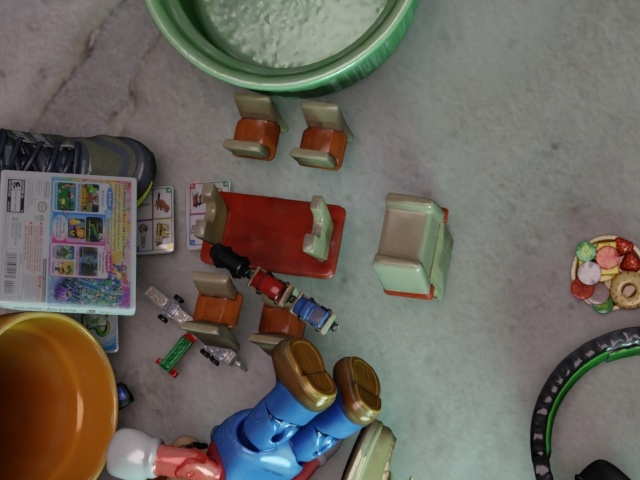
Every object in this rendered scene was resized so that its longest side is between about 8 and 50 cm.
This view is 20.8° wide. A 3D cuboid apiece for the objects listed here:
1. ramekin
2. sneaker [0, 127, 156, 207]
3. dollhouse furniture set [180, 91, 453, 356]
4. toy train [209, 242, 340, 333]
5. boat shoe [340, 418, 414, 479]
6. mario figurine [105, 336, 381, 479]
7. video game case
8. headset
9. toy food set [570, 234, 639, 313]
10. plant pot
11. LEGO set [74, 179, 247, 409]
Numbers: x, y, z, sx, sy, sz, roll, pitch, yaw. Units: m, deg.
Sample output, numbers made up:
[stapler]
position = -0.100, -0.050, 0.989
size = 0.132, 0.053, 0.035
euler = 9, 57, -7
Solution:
[ramekin]
position = -0.032, -0.295, 1.853
size = 0.303, 0.148, 0.303
euler = -1, 83, 8
[sneaker]
position = -0.327, -0.073, 1.892
size = 0.300, 0.121, 0.111
euler = -3, 73, 8
[dollhouse furniture set]
position = 0.000, 0.000, 1.849
size = 0.259, 0.135, 0.262
euler = 8, 75, 15
[toy train]
position = -0.047, 0.047, 1.752
size = 0.158, 0.036, 0.027
euler = 31, 83, 20
[boat shoe]
position = 0.049, 0.329, 1.836
size = 0.089, 0.104, 0.285
euler = 12, 98, 5
[mario figurine]
position = -0.093, 0.209, 1.825
size = 0.198, 0.170, 0.320
euler = 43, 116, -9
[video game case]
position = -0.263, 0.002, 1.813
size = 0.143, 0.019, 0.157
euler = 3, 62, -11
[headset]
position = 0.357, 0.288, 1.791
size = 0.243, 0.185, 0.394
euler = -14, 69, 4
[toy food set]
position = 0.305, 0.035, 1.851
size = 0.082, 0.020, 0.083
euler = -6, 86, 8
[plant pot]
position = -0.351, 0.179, 1.845
size = 0.188, 0.205, 0.205
euler = -4, 85, 40
[LEGO set]
position = -0.179, 0.063, 1.918
size = 0.182, 0.060, 0.244
euler = -5, 75, 9
